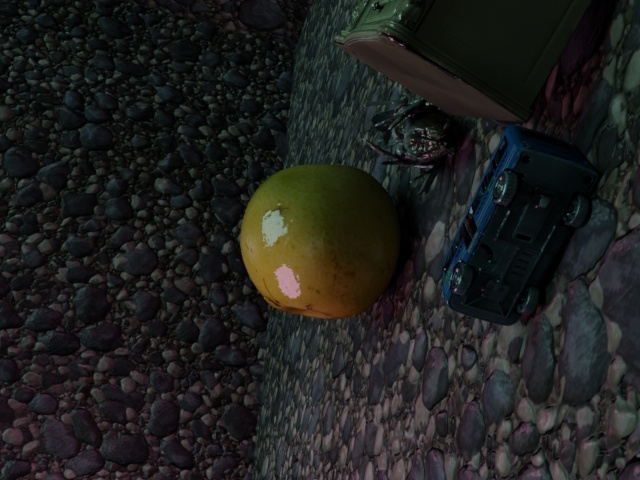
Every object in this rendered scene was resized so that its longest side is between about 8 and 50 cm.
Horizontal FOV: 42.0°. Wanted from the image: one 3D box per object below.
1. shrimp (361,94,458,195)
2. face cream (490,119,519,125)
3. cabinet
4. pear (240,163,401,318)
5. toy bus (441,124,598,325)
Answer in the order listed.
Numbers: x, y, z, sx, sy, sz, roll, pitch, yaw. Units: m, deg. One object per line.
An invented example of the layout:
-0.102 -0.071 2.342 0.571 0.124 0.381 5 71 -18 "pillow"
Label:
0.173 -0.204 1.577 0.410 0.166 0.221 -72 -35 -72 "shrimp"
0.262 -0.242 1.348 0.250 0.077 0.077 -116 40 -71 "face cream"
0.214 -0.359 1.141 0.318 0.228 0.290 -61 15 4 "cabinet"
0.000 0.000 1.714 0.348 0.349 0.348 -168 90 -78 "pear"
0.250 -0.018 1.091 0.134 0.114 0.246 -90 18 -60 "toy bus"
